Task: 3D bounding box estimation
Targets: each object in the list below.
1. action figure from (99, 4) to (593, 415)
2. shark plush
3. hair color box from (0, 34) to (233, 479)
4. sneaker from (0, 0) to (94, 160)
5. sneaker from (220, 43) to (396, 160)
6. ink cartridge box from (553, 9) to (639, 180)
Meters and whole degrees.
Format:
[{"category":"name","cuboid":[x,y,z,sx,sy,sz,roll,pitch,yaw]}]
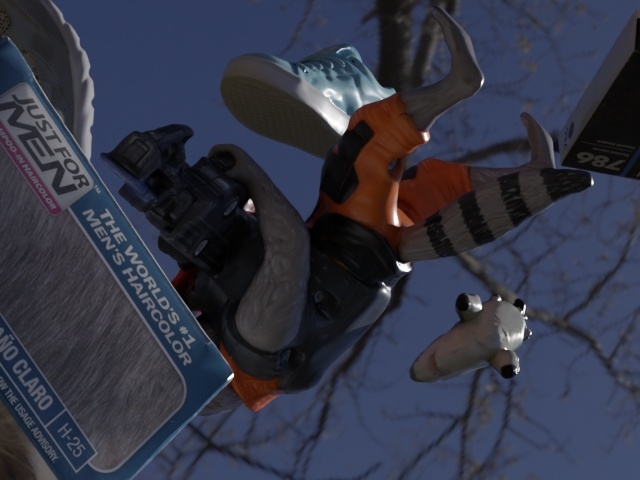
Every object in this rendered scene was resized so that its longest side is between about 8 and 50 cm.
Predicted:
[{"category":"action figure","cuboid":[0.000,0.000,0.982,0.330,0.341,0.178,-42,-109,8]},{"category":"shark plush","cuboid":[0.125,0.071,1.155,0.067,0.161,0.073,-39,-88,28]},{"category":"hair color box","cuboid":[-0.218,0.056,0.676,0.347,0.105,0.174,-22,-74,45]},{"category":"sneaker","cuboid":[-0.214,-0.069,0.952,0.105,0.115,0.281,-35,-117,31]},{"category":"sneaker","cuboid":[-0.011,-0.211,1.996,0.135,0.150,0.366,-4,-16,30]},{"category":"ink cartridge box","cuboid":[0.391,-0.144,1.712,0.165,0.065,0.332,10,-25,-4]}]
